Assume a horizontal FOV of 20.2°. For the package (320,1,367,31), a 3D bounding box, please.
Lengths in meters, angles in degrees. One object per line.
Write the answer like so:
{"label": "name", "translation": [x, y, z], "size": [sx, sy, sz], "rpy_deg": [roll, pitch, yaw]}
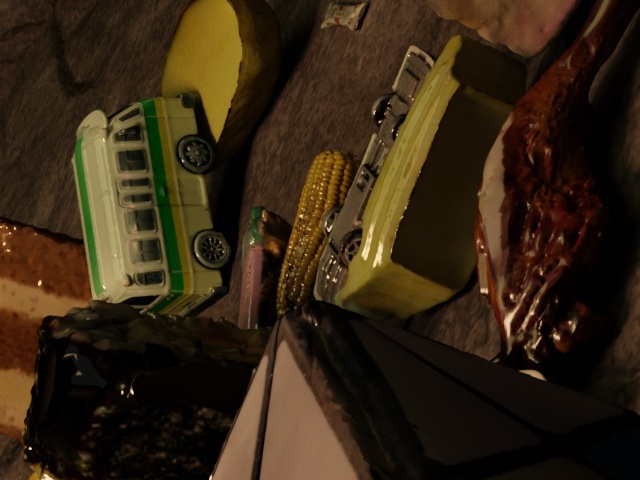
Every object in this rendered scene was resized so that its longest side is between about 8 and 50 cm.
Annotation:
{"label": "package", "translation": [0.028, -0.270, 2.168], "size": [0.037, 0.015, 0.110], "rpy_deg": [-65, 22, -2]}

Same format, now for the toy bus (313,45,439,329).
{"label": "toy bus", "translation": [0.078, -0.045, 1.716], "size": [0.268, 0.106, 0.092], "rpy_deg": [-67, 21, 12]}

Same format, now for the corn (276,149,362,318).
{"label": "corn", "translation": [0.000, 0.000, 1.918], "size": [0.072, 0.072, 0.203], "rpy_deg": [-8, 64, 66]}

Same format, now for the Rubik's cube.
{"label": "Rubik's cube", "translation": [0.085, 0.250, 1.166], "size": [0.305, 0.307, 0.310], "rpy_deg": [-68, 20, 12]}

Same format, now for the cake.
{"label": "cake", "translation": [-0.378, 0.124, 2.438], "size": [0.256, 0.282, 0.290], "rpy_deg": [-171, 99, -72]}

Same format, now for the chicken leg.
{"label": "chicken leg", "translation": [0.195, -0.070, 1.476], "size": [0.158, 0.096, 0.407], "rpy_deg": [-13, 56, 58]}

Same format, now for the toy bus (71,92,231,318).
{"label": "toy bus", "translation": [-0.223, -0.043, 2.283], "size": [0.134, 0.165, 0.276], "rpy_deg": [-35, 62, 55]}

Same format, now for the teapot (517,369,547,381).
{"label": "teapot", "translation": [0.078, 0.173, 1.448], "size": [0.166, 0.208, 0.300], "rpy_deg": [-37, 1, -14]}

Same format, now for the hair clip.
{"label": "hair clip", "translation": [-0.072, 0.138, 1.954], "size": [0.110, 0.096, 0.358], "rpy_deg": [2, 75, 50]}

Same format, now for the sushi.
{"label": "sushi", "translation": [-0.138, 0.220, 1.719], "size": [0.329, 0.328, 0.285], "rpy_deg": [-155, 75, -68]}

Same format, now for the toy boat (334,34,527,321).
{"label": "toy boat", "translation": [0.109, -0.043, 1.630], "size": [0.276, 0.111, 0.084], "rpy_deg": [-65, 27, 10]}

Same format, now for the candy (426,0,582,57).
{"label": "candy", "translation": [0.186, -0.292, 1.598], "size": [0.184, 0.137, 0.195], "rpy_deg": [-78, 13, -45]}

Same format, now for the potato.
{"label": "potato", "translation": [-0.113, -0.218, 2.318], "size": [0.160, 0.111, 0.271], "rpy_deg": [57, 144, 32]}
